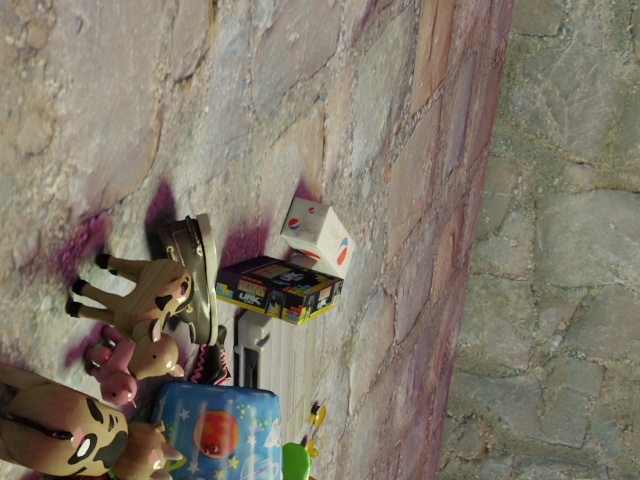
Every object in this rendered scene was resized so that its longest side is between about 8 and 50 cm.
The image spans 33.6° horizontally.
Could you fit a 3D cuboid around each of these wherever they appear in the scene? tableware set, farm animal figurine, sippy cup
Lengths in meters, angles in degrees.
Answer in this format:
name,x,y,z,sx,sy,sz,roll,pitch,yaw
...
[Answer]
name,x,y,z,sx,sy,sz,roll,pitch,yaw
tableware set,-0.019,0.401,2.180,0.104,0.024,0.154,-52,152,-44
farm animal figurine,-0.233,0.183,1.127,0.327,0.172,0.330,-1,105,-71
sippy cup,-0.148,0.306,1.432,0.305,0.240,0.224,52,44,-79

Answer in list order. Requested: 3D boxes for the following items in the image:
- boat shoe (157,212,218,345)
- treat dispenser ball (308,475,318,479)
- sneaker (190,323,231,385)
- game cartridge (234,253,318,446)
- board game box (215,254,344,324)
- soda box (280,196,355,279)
name,x,y,z,sx,sy,sz,roll,pitch,yaw
boat shoe,-0.172,0.057,1.382,0.228,0.069,0.081,93,-18,-44
treat dispenser ball,-0.076,0.503,1.659,0.288,0.288,0.288,15,90,-72
sneaker,-0.152,0.183,1.554,0.047,0.057,0.119,42,63,-68
game cartridge,-0.075,0.223,1.815,0.230,0.068,0.355,-55,154,-54
board game box,-0.059,0.071,1.600,0.170,0.141,0.048,-19,125,-69
soda box,0.000,0.000,1.836,0.216,0.069,0.074,54,54,-68
